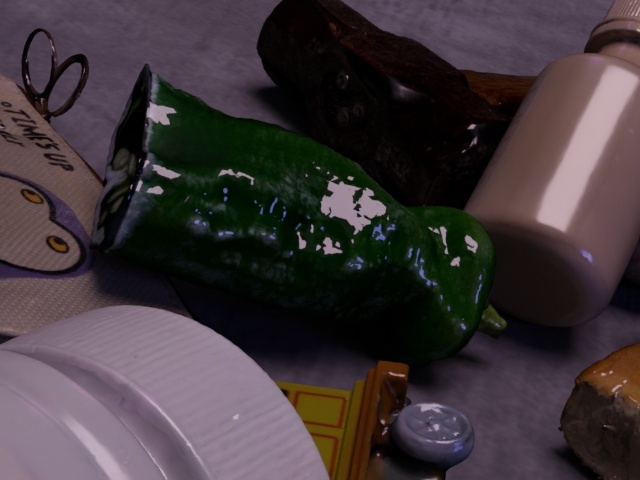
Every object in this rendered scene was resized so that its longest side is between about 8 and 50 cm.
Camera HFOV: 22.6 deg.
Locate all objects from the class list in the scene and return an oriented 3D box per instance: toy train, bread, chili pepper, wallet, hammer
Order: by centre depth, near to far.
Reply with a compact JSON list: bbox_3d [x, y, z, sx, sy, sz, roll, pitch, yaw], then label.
[{"bbox_3d":[0.007,0.137,0.776,0.127,0.089,0.219,8,29,3],"label":"toy train"},{"bbox_3d":[0.191,0.111,0.940,0.070,0.076,0.083,-23,48,-36],"label":"bread"},{"bbox_3d":[-0.226,-0.033,0.954,0.275,0.068,0.335,0,35,-34],"label":"wallet"},{"bbox_3d":[0.000,0.000,0.964,0.270,0.099,0.136,21,25,-19],"label":"chili pepper"},{"bbox_3d":[0.174,-0.115,1.291,0.409,0.095,0.242,-6,36,-34],"label":"hammer"}]

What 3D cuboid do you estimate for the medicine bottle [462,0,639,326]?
[{"bbox_3d":[0.186,-0.067,1.097,0.114,0.114,0.252,24,61,11],"label":"medicine bottle"}]

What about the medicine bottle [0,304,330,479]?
[{"bbox_3d":[-0.157,0.149,0.545,0.190,0.190,0.332,34,32,27],"label":"medicine bottle"}]

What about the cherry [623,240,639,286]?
[{"bbox_3d":[0.250,-0.016,1.181,0.188,0.115,0.148,24,57,42],"label":"cherry"}]
